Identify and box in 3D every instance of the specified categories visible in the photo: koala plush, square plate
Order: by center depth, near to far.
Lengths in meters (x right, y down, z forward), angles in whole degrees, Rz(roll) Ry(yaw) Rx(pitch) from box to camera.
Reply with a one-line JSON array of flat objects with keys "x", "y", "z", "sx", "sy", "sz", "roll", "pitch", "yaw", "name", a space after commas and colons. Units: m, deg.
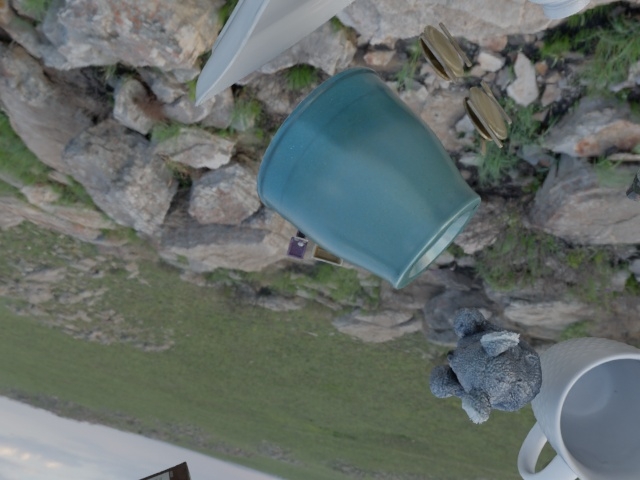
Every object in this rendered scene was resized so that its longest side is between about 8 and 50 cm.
[{"x": 0.000, "y": -0.318, "z": 0.629, "sx": 0.049, "sy": 0.344, "sz": 0.347, "roll": 54, "pitch": 158, "yaw": -13, "name": "square plate"}, {"x": 0.315, "y": 0.238, "z": 0.947, "sx": 0.204, "sy": 0.196, "sz": 0.221, "roll": 22, "pitch": 177, "yaw": 22, "name": "koala plush"}]

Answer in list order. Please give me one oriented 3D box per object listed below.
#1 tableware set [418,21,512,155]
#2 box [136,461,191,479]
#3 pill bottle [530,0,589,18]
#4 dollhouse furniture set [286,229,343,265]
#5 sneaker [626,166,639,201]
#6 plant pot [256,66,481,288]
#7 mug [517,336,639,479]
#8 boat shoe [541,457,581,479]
[{"x": 0.199, "y": -0.219, "z": 0.726, "sx": 0.039, "sy": 0.128, "sz": 0.194, "roll": -33, "pitch": 99, "yaw": 37, "name": "tableware set"}, {"x": -0.261, "y": 0.594, "z": 0.831, "sx": 0.191, "sy": 0.380, "sz": 0.143, "roll": -16, "pitch": -168, "yaw": -17, "name": "box"}, {"x": 0.455, "y": -0.579, "z": 0.995, "sx": 0.146, "sy": 0.146, "sz": 0.264, "roll": -5, "pitch": 139, "yaw": 39, "name": "pill bottle"}, {"x": 0.000, "y": 0.000, "z": 1.005, "sx": 0.115, "sy": 0.090, "sz": 0.081, "roll": 16, "pitch": 174, "yaw": -5, "name": "dollhouse furniture set"}, {"x": 0.747, "y": -0.134, "z": 1.021, "sx": 0.222, "sy": 0.083, "sz": 0.118, "roll": -5, "pitch": 165, "yaw": 14, "name": "sneaker"}, {"x": 0.089, "y": -0.076, "z": 0.770, "sx": 0.255, "sy": 0.272, "sz": 0.271, "roll": 43, "pitch": 160, "yaw": 18, "name": "plant pot"}, {"x": 0.567, "y": 0.382, "z": 1.094, "sx": 0.276, "sy": 0.374, "sz": 0.328, "roll": 40, "pitch": -175, "yaw": 6, "name": "mug"}, {"x": 0.579, "y": 0.647, "z": 1.124, "sx": 0.113, "sy": 0.302, "sz": 0.103, "roll": -20, "pitch": 120, "yaw": 22, "name": "boat shoe"}]
